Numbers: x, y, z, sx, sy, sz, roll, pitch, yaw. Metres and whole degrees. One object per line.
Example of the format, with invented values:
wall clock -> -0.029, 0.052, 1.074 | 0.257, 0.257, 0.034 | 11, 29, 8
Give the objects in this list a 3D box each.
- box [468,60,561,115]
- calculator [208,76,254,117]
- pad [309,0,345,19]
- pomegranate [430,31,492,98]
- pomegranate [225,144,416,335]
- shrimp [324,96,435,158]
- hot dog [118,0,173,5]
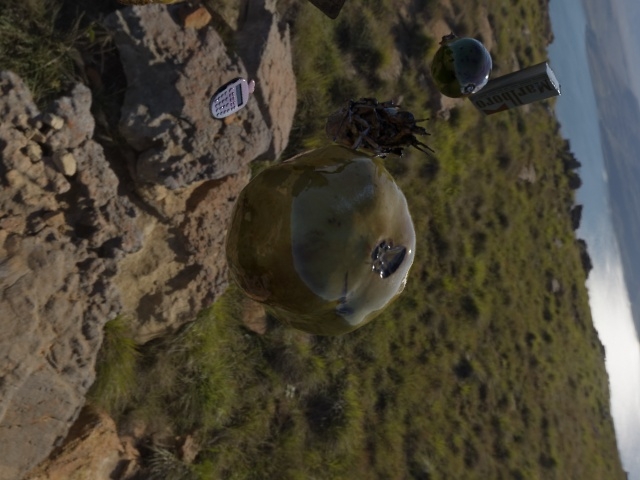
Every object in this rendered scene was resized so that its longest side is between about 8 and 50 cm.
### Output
box -> 0.450, -0.350, 1.052 | 0.115, 0.177, 0.036 | 17, 72, -47
calculator -> -0.251, -0.409, 1.284 | 0.166, 0.024, 0.103 | -42, 157, -28
pad -> 0.000, -0.376, 0.605 | 0.112, 0.157, 0.003 | 35, 73, -9
pomegranate -> 0.285, -0.355, 0.912 | 0.130, 0.130, 0.130 | 17, 67, -49
pomegranate -> 0.000, 0.000, 0.802 | 0.332, 0.332, 0.333 | 17, 67, -49
shrimp -> 0.107, -0.216, 0.872 | 0.145, 0.343, 0.116 | -8, 112, -22
hot dog -> -0.430, -0.663, 0.882 | 0.185, 0.223, 0.405 | -82, 155, -80
